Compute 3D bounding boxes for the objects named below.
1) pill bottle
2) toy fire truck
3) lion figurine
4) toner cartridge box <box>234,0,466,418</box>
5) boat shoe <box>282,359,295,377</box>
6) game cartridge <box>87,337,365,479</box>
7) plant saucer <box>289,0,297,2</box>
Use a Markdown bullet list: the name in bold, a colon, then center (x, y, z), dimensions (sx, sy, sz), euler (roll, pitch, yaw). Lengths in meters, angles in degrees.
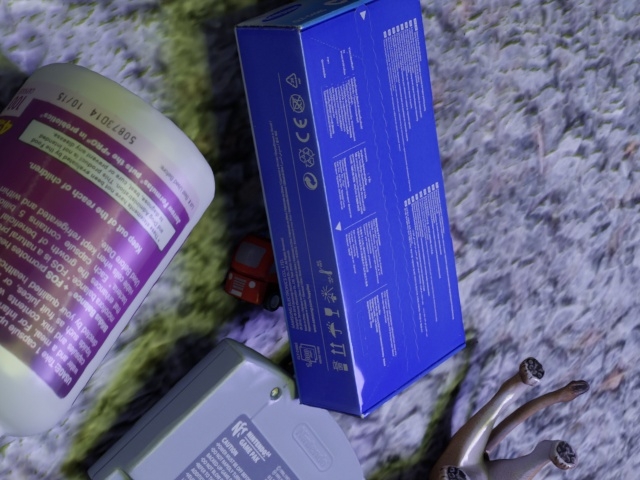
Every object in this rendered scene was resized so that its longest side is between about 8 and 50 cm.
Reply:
- **pill bottle**: center (-0.222, 0.033, 1.233), dimensions (0.301, 0.169, 0.169), euler (-56, 139, -19)
- **toy fire truck**: center (0.000, 0.000, 1.581), dimensions (0.192, 0.047, 0.135), euler (9, 97, -50)
- **lion figurine**: center (0.132, 0.286, 1.769), dimensions (0.392, 0.142, 0.240), euler (-31, 165, -49)
- **toner cartridge box**: center (0.032, -0.039, 1.476), dimensions (0.165, 0.075, 0.348), euler (-29, 118, -46)
- **boat shoe**: center (-0.004, 0.121, 1.631), dimensions (0.133, 0.042, 0.049), euler (-43, 115, -30)
- **game cartridge**: center (-0.066, 0.221, 1.550), dimensions (0.196, 0.060, 0.294), euler (-41, 135, -8)
- **plant saucer**: center (0.032, -0.323, 1.498), dimensions (0.278, 0.041, 0.278), euler (-23, 121, -44)
